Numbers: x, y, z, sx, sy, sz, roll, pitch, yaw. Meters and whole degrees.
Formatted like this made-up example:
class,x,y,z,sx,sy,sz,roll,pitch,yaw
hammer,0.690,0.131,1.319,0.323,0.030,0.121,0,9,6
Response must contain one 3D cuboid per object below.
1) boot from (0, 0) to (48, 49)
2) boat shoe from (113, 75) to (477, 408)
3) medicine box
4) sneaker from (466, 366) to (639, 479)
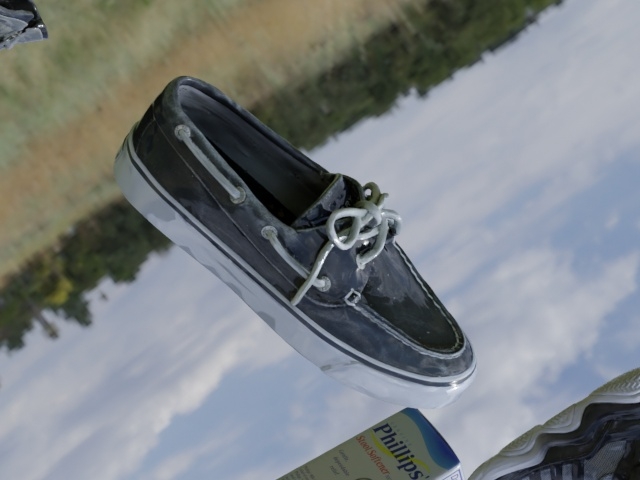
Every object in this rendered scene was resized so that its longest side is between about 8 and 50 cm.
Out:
class,x,y,z,sx,sy,sz,roll,pitch,yaw
boot,-0.339,-0.181,1.175,0.161,0.083,0.246,-24,178,14
boat shoe,0.001,-0.002,0.990,0.105,0.306,0.113,-48,-179,39
medicine box,0.072,0.425,1.980,0.289,0.263,0.149,-27,-142,-12
sneaker,0.281,0.256,1.485,0.268,0.153,0.101,-38,169,27
